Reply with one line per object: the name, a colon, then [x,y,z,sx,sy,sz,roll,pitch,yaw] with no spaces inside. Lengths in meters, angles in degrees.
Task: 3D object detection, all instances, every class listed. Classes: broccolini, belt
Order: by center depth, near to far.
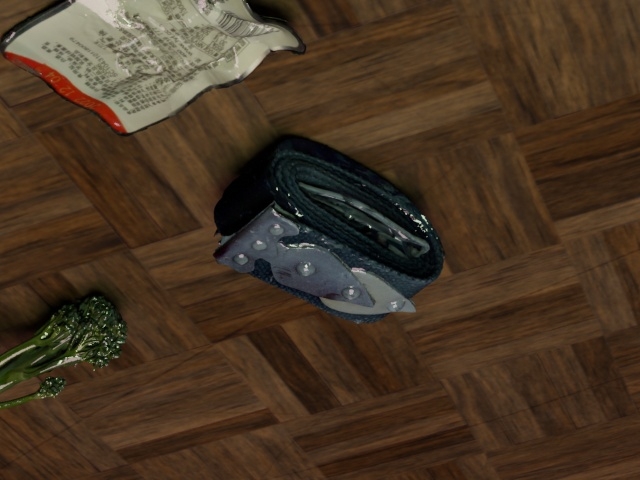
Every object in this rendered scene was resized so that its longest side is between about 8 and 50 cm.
belt: [0.001,0.000,1.500,0.218,0.122,0.128,27,135,-28]
broccolini: [-0.360,0.194,1.636,0.392,0.074,0.079,-40,136,4]

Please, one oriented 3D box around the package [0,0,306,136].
package: [-0.136,-0.170,1.323,0.232,0.040,0.166,-22,139,32]
